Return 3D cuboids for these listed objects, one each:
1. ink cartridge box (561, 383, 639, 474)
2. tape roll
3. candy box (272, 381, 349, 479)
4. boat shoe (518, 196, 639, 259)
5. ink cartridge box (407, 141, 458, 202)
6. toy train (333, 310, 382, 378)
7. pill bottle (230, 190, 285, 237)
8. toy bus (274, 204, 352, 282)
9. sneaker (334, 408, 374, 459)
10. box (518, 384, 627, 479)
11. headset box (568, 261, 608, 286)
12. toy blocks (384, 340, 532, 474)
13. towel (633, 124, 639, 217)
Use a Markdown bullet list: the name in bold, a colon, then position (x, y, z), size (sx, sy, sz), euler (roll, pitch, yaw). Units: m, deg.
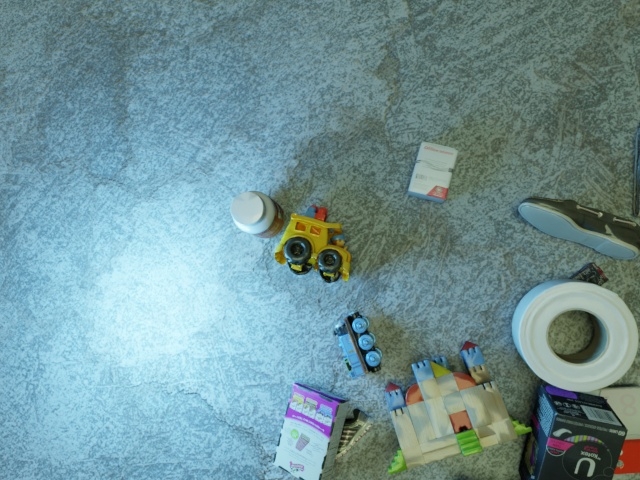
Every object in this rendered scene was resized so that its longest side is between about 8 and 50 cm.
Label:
- **ink cartridge box**: position (0.759, 0.506, 1.226), size (0.189, 0.066, 0.233), euler (-7, 80, 7)
- **tape roll**: position (0.663, 0.243, 1.225), size (0.286, 0.100, 0.286), euler (0, 90, 12)
- **candy box**: position (-0.026, 0.535, 1.293), size (0.159, 0.071, 0.234), euler (13, 85, 33)
- **boat shoe**: position (0.709, -0.055, 1.270), size (0.335, 0.112, 0.096), euler (24, 70, 4)
- **ink cartridge box**: position (0.325, -0.197, 1.350), size (0.109, 0.063, 0.151), euler (16, 86, 9)
- **toy train**: position (0.106, 0.297, 1.324), size (0.105, 0.080, 0.184), euler (-24, 82, 11)
- **pill bottle**: position (-0.179, -0.074, 1.327), size (0.121, 0.216, 0.121), euler (-1, 85, 7)
- **toy bus**: position (0.000, 0.000, 1.346), size (0.220, 0.149, 0.212), euler (16, 71, 7)
- **sneaker**: position (0.072, 0.544, 1.311), size (0.075, 0.063, 0.170), euler (44, 93, 17)
- **box**: position (0.619, 0.529, 1.161), size (0.165, 0.143, 0.271), euler (9, 104, 10)
- **headset box**: position (0.741, 0.104, 1.279), size (0.083, 0.032, 0.062), euler (-38, 81, 2)
- **toy blocks**: position (0.327, 0.431, 1.247), size (0.381, 0.191, 0.261), euler (-19, 71, 5)
- **towel**: position (0.969, -0.197, 1.272), size (0.187, 0.049, 0.282), euler (4, 85, 9)
